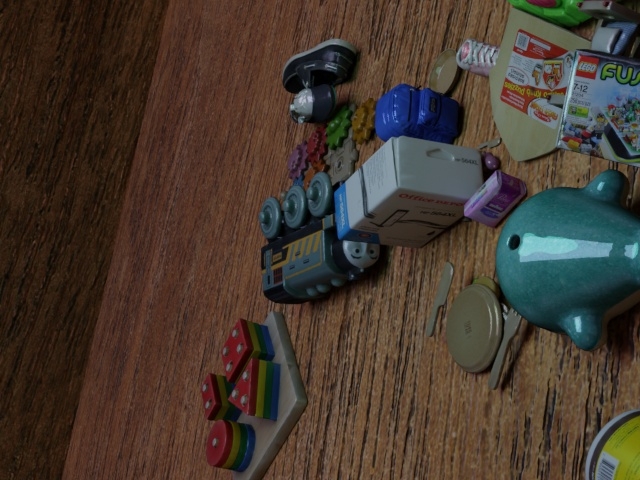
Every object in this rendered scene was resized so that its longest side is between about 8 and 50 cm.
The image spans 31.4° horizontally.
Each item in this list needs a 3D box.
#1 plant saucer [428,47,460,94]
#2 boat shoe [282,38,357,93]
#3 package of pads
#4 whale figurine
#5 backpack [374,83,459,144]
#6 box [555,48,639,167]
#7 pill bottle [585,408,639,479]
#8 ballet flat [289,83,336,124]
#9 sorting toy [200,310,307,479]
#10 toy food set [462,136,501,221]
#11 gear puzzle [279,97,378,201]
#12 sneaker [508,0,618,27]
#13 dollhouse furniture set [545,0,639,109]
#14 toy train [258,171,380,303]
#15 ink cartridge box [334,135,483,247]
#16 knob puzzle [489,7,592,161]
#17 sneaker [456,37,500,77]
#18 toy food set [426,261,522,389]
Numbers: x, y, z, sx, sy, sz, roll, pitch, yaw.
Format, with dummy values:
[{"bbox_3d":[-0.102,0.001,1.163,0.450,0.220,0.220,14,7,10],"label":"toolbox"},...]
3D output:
[{"bbox_3d":[0.204,-0.269,1.842,0.083,0.015,0.083,-43,38,49],"label":"plant saucer"},{"bbox_3d":[-0.013,-0.328,2.253,0.233,0.084,0.079,-16,60,58],"label":"boat shoe"},{"bbox_3d":[0.243,-0.057,1.587,0.083,0.050,0.032,-51,28,41],"label":"package of pads"},{"bbox_3d":[0.306,0.016,1.302,0.272,0.141,0.216,-6,70,63],"label":"whale figurine"},{"bbox_3d":[0.151,-0.196,1.782,0.101,0.120,0.098,-37,42,53],"label":"backpack"},{"bbox_3d":[0.366,-0.134,1.234,0.207,0.036,0.114,17,108,31],"label":"box"},{"bbox_3d":[0.357,0.248,1.081,0.215,0.117,0.117,31,104,64],"label":"pill bottle"},{"bbox_3d":[-0.022,-0.258,2.195,0.203,0.074,0.074,175,110,-78],"label":"ballet flat"},{"bbox_3d":[-0.142,0.299,2.132,0.257,0.089,0.255,-60,28,27],"label":"sorting toy"},{"bbox_3d":[0.233,-0.091,1.665,0.078,0.019,0.122,-17,60,61],"label":"toy food set"},{"bbox_3d":[0.012,-0.163,2.143,0.339,0.044,0.175,-36,44,53],"label":"gear puzzle"},{"bbox_3d":[0.353,-0.409,1.479,0.202,0.185,0.483,-57,25,-10],"label":"sneaker"},{"bbox_3d":[0.375,-0.194,1.299,0.183,0.129,0.129,24,97,65],"label":"dollhouse furniture set"},{"bbox_3d":[0.000,0.000,1.981,0.334,0.142,0.190,-22,67,57],"label":"toy train"},{"bbox_3d":[0.129,-0.067,1.689,0.203,0.148,0.086,138,134,-59],"label":"ink cartridge box"},{"bbox_3d":[0.301,-0.200,1.557,0.213,0.030,0.213,8,100,56],"label":"knob puzzle"},{"bbox_3d":[0.249,-0.267,1.682,0.134,0.070,0.051,18,90,64],"label":"sneaker"},{"bbox_3d":[0.219,0.117,1.560,0.192,0.038,0.132,42,120,57],"label":"toy food set"}]
